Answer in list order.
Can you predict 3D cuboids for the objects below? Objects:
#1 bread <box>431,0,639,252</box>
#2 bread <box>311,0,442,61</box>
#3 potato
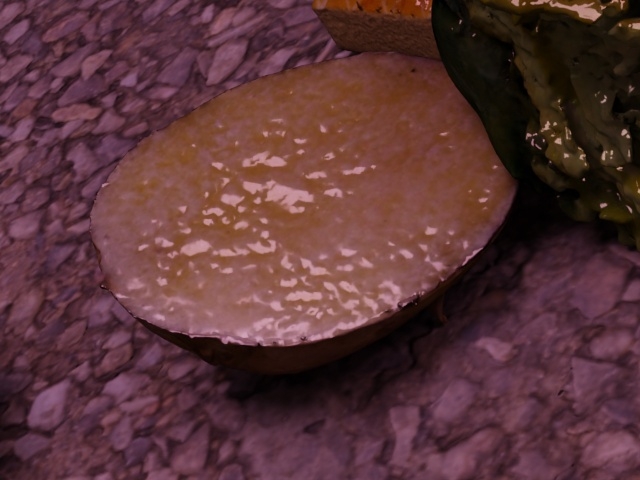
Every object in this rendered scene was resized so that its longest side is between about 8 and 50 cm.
[{"bbox_3d":[0.237,-0.209,1.278,0.251,0.208,0.376,33,64,9],"label":"bread"},{"bbox_3d":[0.100,-0.201,1.527,0.188,0.068,0.125,13,57,46],"label":"bread"},{"bbox_3d":[0.000,0.000,1.345,0.299,0.116,0.239,-24,47,-5],"label":"potato"}]
